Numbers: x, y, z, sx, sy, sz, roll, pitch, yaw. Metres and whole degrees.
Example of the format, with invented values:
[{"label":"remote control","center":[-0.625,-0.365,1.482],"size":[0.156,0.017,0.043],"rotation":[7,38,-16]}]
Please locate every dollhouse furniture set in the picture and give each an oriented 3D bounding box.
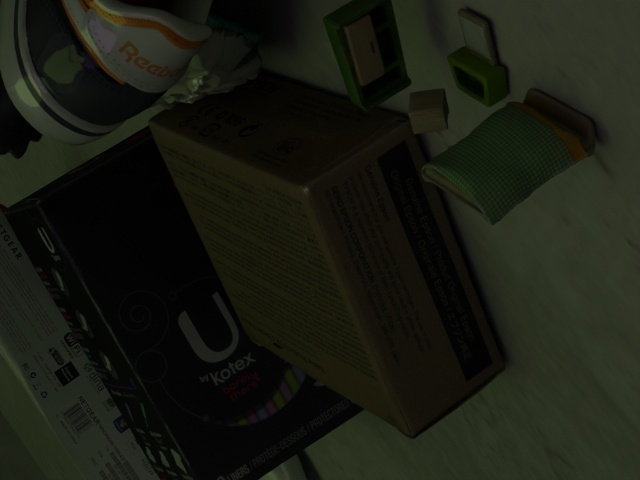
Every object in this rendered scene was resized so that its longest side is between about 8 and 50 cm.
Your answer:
[{"label":"dollhouse furniture set","center":[0.067,-0.077,0.890],"size":[0.151,0.076,0.058],"rotation":[38,153,47]}]

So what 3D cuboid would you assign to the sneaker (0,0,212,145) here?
[{"label":"sneaker","center":[-0.119,-0.221,1.021],"size":[0.127,0.126,0.321],"rotation":[-25,64,36]}]

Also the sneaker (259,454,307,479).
[{"label":"sneaker","center":[-0.099,0.184,1.678],"size":[0.212,0.094,0.080],"rotation":[50,158,20]}]

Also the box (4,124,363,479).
[{"label":"box","center":[-0.103,0.049,1.367],"size":[0.270,0.165,0.143],"rotation":[60,161,-8]}]

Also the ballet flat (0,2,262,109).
[{"label":"ballet flat","center":[-0.171,-0.159,1.237],"size":[0.409,0.147,0.147],"rotation":[41,156,51]}]

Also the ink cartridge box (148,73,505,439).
[{"label":"ink cartridge box","center":[0.000,0.000,1.157],"size":[0.234,0.088,0.193],"rotation":[25,144,57]}]

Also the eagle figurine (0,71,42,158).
[{"label":"eagle figurine","center":[-0.366,-0.225,1.497],"size":[0.226,0.225,0.298],"rotation":[29,140,35]}]

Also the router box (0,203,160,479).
[{"label":"router box","center":[-0.241,0.135,1.827],"size":[0.335,0.082,0.301],"rotation":[54,-179,10]}]
